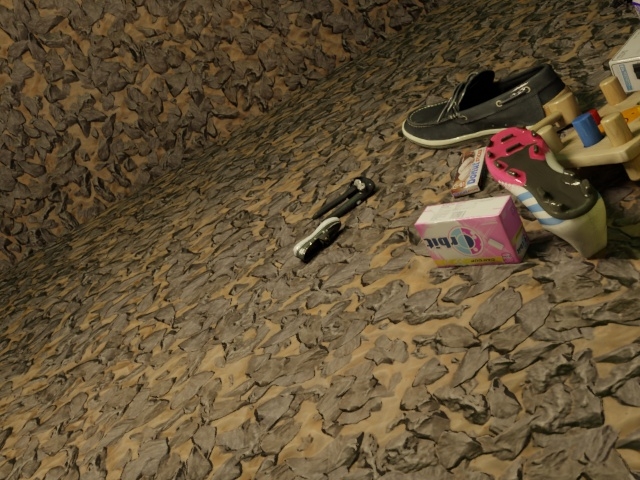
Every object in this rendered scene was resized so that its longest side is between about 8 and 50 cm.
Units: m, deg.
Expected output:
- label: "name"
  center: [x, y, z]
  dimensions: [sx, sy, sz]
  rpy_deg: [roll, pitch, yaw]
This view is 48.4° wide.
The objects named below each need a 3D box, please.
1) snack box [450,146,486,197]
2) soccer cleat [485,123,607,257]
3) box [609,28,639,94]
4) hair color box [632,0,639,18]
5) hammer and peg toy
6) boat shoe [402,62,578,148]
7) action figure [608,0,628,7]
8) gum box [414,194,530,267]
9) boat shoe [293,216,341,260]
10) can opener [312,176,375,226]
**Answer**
- label: "snack box"
  center: [0.342, -0.157, 1.623]
  dimensions: [0.064, 0.022, 0.178]
  rpy_deg: [-14, 28, 28]
- label: "soccer cleat"
  center: [0.392, -0.086, 1.263]
  dimensions: [0.116, 0.143, 0.331]
  rpy_deg: [-29, 33, 5]
- label: "box"
  center: [0.794, -0.403, 1.515]
  dimensions: [0.290, 0.087, 0.169]
  rpy_deg: [1, 38, 50]
- label: "hair color box"
  center: [0.723, -0.452, 1.355]
  dimensions: [0.185, 0.110, 0.339]
  rpy_deg: [-24, 13, 24]
- label: "hammer and peg toy"
  center: [0.537, -0.209, 1.365]
  dimensions: [0.266, 0.127, 0.361]
  rpy_deg: [-37, 13, -15]
- label: "boat shoe"
  center: [0.391, -0.336, 1.761]
  dimensions: [0.187, 0.156, 0.500]
  rpy_deg: [-45, 27, -27]
- label: "action figure"
  center: [0.896, -0.737, 1.988]
  dimensions: [0.164, 0.141, 0.275]
  rpy_deg: [-44, 27, -4]
- label: "gum box"
  center: [0.275, -0.013, 1.315]
  dimensions: [0.188, 0.107, 0.062]
  rpy_deg: [-6, 34, 43]
- label: "boat shoe"
  center: [0.000, 0.000, 1.683]
  dimensions: [0.142, 0.049, 0.040]
  rpy_deg: [-39, 44, -15]
- label: "can opener"
  center: [0.062, -0.096, 1.798]
  dimensions: [0.186, 0.073, 0.059]
  rpy_deg: [-40, 64, -14]
